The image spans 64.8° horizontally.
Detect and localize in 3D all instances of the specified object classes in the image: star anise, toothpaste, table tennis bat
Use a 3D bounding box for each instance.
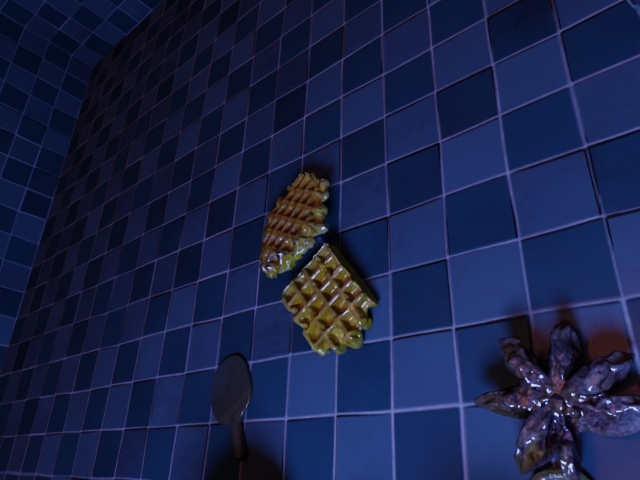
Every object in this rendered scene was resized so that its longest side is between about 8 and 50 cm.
[{"bbox_3d":[0.307,0.198,0.666,0.212,0.073,0.197,-47,47,13],"label":"star anise"},{"bbox_3d":[0.000,0.000,1.106,0.037,0.021,0.140,-40,49,20],"label":"toothpaste"},{"bbox_3d":[-0.192,0.365,1.107,0.131,0.022,0.235,-39,45,22],"label":"table tennis bat"}]

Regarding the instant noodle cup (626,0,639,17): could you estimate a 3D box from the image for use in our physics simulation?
[{"bbox_3d":[0.575,-0.451,0.618,0.312,0.284,0.284,-47,44,5],"label":"instant noodle cup"}]

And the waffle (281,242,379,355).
[{"bbox_3d":[0.021,0.131,0.988,0.160,0.055,0.211,-48,48,15],"label":"waffle"}]

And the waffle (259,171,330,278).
[{"bbox_3d":[-0.058,-0.041,1.140,0.243,0.058,0.238,-42,33,30],"label":"waffle"}]

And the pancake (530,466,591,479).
[{"bbox_3d":[0.307,0.340,0.634,0.108,0.017,0.108,-18,59,33],"label":"pancake"}]
